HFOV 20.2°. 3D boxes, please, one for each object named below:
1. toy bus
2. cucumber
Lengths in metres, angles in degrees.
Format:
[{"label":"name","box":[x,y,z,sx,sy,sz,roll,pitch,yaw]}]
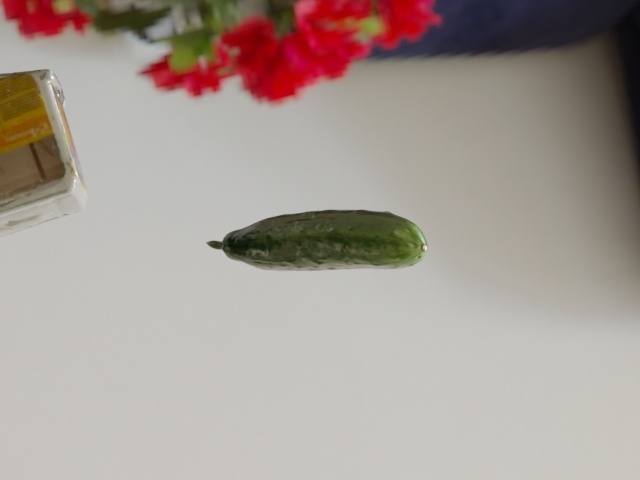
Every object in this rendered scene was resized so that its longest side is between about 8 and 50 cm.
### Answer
[{"label":"toy bus","box":[-0.275,-0.026,1.077,0.268,0.106,0.092,-18,171,-4]},{"label":"cucumber","box":[0.000,0.000,1.036,0.155,0.037,0.037,-1,172,37]}]
